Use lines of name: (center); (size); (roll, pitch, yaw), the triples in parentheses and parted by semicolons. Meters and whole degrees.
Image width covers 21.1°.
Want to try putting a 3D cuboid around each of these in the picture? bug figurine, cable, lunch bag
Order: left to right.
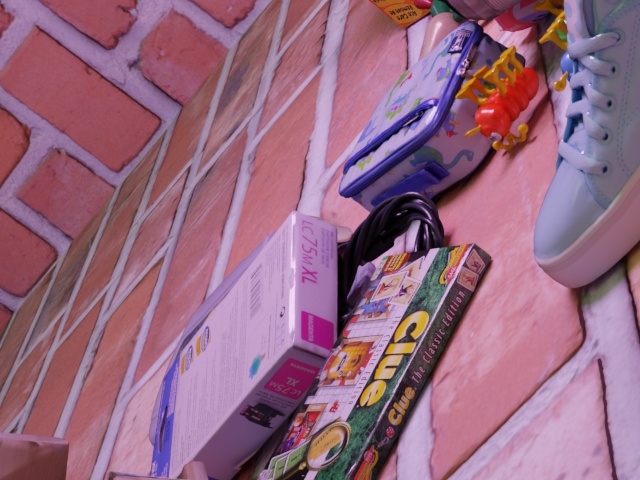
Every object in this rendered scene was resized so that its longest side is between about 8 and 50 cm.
cable: (0.055, 0.029, 1.694); (0.184, 0.047, 0.150); (-26, 36, 50)
lunch bag: (0.114, -0.118, 1.815); (0.219, 0.090, 0.176); (-34, 26, 57)
bug figurine: (0.238, -0.189, 1.601); (0.216, 0.072, 0.279); (-51, 7, -19)

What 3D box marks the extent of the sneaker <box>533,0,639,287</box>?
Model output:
sneaker: (0.227, -0.149, 1.300); (0.366, 0.150, 0.135); (-63, 12, 3)

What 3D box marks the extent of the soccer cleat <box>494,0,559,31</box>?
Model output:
soccer cleat: (0.257, -0.326, 1.899); (0.095, 0.083, 0.248); (-11, 40, 44)

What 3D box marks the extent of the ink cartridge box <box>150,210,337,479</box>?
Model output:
ink cartridge box: (-0.081, 0.134, 1.773); (0.311, 0.065, 0.186); (-48, 28, 38)

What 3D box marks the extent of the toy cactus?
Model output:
toy cactus: (0.163, -0.293, 2.098); (0.219, 0.112, 0.180); (3, 67, 64)

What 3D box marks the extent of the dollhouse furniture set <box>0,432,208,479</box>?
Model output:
dollhouse furniture set: (-0.306, 0.349, 1.531); (0.256, 0.362, 0.394); (-127, 44, -75)

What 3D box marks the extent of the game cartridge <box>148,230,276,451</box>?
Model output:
game cartridge: (-0.119, 0.129, 2.065); (0.196, 0.060, 0.294); (-51, 13, 29)

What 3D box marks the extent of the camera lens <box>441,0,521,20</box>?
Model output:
camera lens: (0.206, -0.368, 1.730); (0.274, 0.219, 0.219); (-29, 21, 19)

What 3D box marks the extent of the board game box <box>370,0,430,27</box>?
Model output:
board game box: (0.134, -0.568, 2.298); (0.356, 0.356, 0.356); (-59, 14, -20)

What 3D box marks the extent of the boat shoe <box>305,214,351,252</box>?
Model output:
boat shoe: (0.002, 0.000, 2.003); (0.133, 0.049, 0.042); (-158, 69, -67)

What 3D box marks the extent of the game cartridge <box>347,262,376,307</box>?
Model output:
game cartridge: (0.037, 0.052, 1.801); (0.056, 0.017, 0.083); (-51, 13, 24)

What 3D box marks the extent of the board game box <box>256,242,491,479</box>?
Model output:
board game box: (0.047, 0.115, 1.521); (0.136, 0.030, 0.259); (-8, 45, 52)
